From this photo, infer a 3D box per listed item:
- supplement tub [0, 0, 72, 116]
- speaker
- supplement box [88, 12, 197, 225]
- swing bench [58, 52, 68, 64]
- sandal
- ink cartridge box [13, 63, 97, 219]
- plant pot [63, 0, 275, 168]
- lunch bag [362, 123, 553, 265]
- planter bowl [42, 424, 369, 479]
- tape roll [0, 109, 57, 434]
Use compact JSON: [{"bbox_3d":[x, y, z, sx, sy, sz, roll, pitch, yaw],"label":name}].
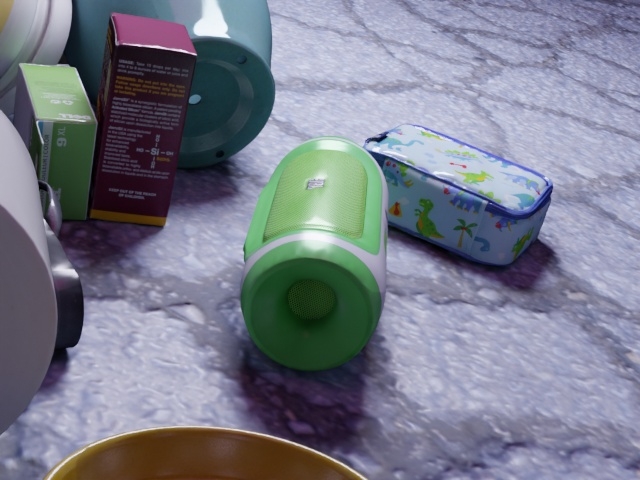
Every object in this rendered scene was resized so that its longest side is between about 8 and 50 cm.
[{"bbox_3d":[-0.447,-0.275,1.125,0.241,0.241,0.331,34,4,36],"label":"supplement tub"},{"bbox_3d":[0.000,0.000,1.029,0.131,0.131,0.296,13,25,-2],"label":"speaker"},{"bbox_3d":[-0.185,-0.123,1.111,0.080,0.188,0.104,6,26,-17],"label":"supplement box"},{"bbox_3d":[-0.299,-0.325,1.510,0.253,0.165,0.255,2,33,-25],"label":"swing bench"},{"bbox_3d":[-0.249,0.001,0.947,0.054,0.097,0.254,-6,42,-33],"label":"sandal"},{"bbox_3d":[-0.267,-0.091,1.097,0.062,0.109,0.209,1,28,-23],"label":"ink cartridge box"},{"bbox_3d":[-0.173,-0.232,1.284,0.271,0.272,0.255,1,42,-26],"label":"plant pot"},{"bbox_3d":[0.154,-0.061,1.278,0.219,0.090,0.176,25,25,20],"label":"lunch bag"},{"bbox_3d":[-0.058,0.197,0.622,0.217,0.090,0.217,9,18,-3],"label":"planter bowl"},{"bbox_3d":[-0.301,0.015,0.707,0.246,0.246,0.169,4,28,-21],"label":"tape roll"}]
